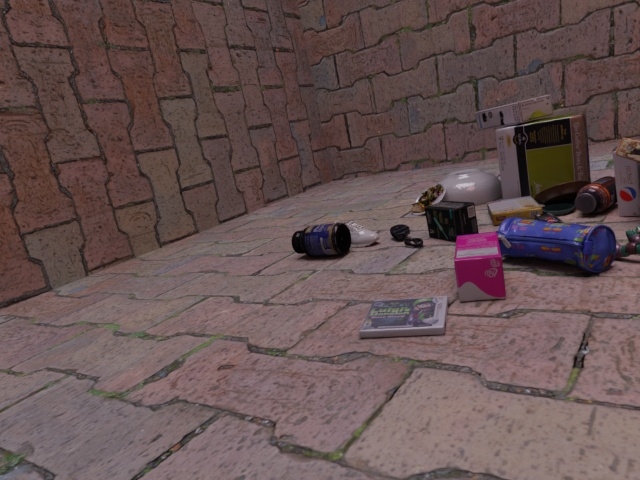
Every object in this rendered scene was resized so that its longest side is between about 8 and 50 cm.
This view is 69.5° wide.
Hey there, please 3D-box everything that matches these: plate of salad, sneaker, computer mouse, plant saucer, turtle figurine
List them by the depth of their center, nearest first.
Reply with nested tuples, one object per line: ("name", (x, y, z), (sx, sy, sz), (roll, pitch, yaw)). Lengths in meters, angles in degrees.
("turtle figurine", (0.811, 0.000, 1.084), (0.175, 0.118, 0.234), (0, -6, -15))
("plant saucer", (0.877, -0.113, 1.708), (0.119, 0.022, 0.119), (-11, 13, 3))
("plant saucer", (0.916, -0.169, 1.738), (0.198, 0.036, 0.199), (-7, -16, -2))
("computer mouse", (0.328, -0.010, 1.756), (0.071, 0.041, 0.242), (-22, 21, -5))
("sneaker", (0.138, -0.031, 1.874), (0.090, 0.095, 0.235), (-21, 17, -40))
("plate of salad", (0.503, -0.201, 2.179), (0.199, 0.048, 0.200), (-41, 21, 19))

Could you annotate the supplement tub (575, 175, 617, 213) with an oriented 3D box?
("supplement tub", (0.971, -0.156, 1.616), (0.197, 0.106, 0.106), (-20, 15, -34))

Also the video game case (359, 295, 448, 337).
("video game case", (0.201, 0.178, 1.090), (0.190, 0.022, 0.173), (-7, 14, 20))

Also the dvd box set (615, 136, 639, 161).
("dvd box set", (1.089, -0.182, 1.254), (0.307, 0.062, 0.420), (5, 22, -26))

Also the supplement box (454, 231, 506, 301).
("supplement box", (0.409, 0.062, 1.191), (0.113, 0.111, 0.220), (-6, 15, 21))

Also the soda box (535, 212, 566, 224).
("soda box", (0.723, -0.040, 1.451), (0.053, 0.060, 0.169), (-7, 13, 14))

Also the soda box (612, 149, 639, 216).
("soda box", (1.000, -0.190, 1.485), (0.073, 0.216, 0.069), (-21, 13, -34))

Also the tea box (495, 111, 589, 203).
("tea box", (0.930, -0.336, 1.921), (0.323, 0.330, 0.220), (-2, 16, 35))

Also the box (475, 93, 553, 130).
("box", (0.824, -0.546, 1.985), (0.169, 0.087, 0.290), (-16, 11, -15))

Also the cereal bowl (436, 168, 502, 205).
("cereal bowl", (0.705, -0.264, 2.246), (0.338, 0.141, 0.339), (-12, 14, 3))

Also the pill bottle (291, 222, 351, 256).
("pill bottle", (0.000, 0.000, 1.800), (0.219, 0.123, 0.122), (-5, 15, 35))

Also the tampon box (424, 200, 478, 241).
("tampon box", (0.475, -0.073, 1.682), (0.101, 0.121, 0.161), (-18, 14, -22))

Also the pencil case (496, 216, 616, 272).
("pencil case", (0.607, 0.005, 1.232), (0.133, 0.120, 0.306), (-1, 7, -28))

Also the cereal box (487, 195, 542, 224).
("cereal box", (0.747, -0.119, 1.791), (0.172, 0.048, 0.240), (-8, 13, 18))
